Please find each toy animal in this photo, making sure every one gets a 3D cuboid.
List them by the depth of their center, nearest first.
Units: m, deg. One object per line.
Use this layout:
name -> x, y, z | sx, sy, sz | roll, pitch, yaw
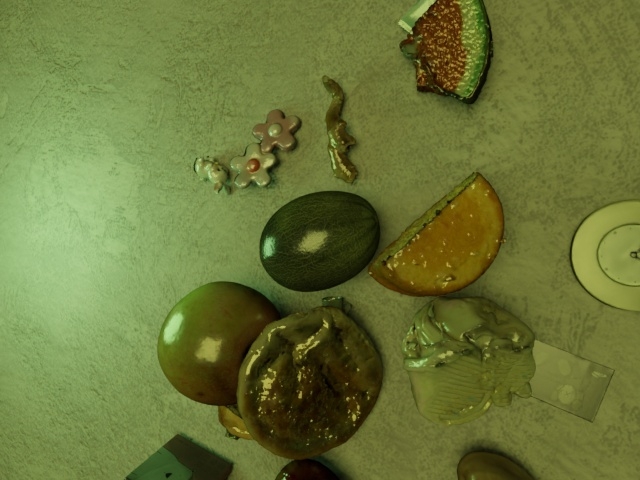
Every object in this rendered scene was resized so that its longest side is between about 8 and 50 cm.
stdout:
toy animal -> -0.317, -0.198, 1.275 | 0.124, 0.071, 0.085 | 29, 99, 20

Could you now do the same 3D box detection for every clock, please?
clock -> 0.660, 0.031, 0.906 | 0.234, 0.029, 0.235 | -1, 87, 21

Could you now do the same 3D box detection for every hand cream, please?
hand cream -> 0.287, -0.603, 1.057 | 0.078, 0.050, 0.205 | 39, 108, 1

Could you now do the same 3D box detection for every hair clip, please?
hair clip -> -0.156, -0.254, 1.218 | 0.146, 0.075, 0.257 | 35, 97, 23

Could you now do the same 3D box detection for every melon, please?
melon -> 0.000, 0.000, 1.054 | 0.301, 0.237, 0.238 | -22, 81, 14

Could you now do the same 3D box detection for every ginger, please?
ginger -> 0.049, -0.293, 1.132 | 0.089, 0.075, 0.288 | -6, 91, 44

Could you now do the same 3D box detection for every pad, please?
pad -> 0.531, 0.308, 0.962 | 0.190, 0.004, 0.127 | 20, 96, 21

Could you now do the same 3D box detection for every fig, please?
fig -> -0.044, 0.733, 1.104 | 0.216, 0.217, 0.321 | 21, 119, 21

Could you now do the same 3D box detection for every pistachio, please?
pistachio -> 0.412, 0.596, 0.922 | 0.181, 0.162, 0.293 | -38, 69, -20

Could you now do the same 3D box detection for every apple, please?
apple -> -0.245, 0.266, 1.103 | 0.277, 0.319, 0.319 | 9, 92, 54

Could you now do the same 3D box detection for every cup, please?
cup -> 0.042, 0.192, 1.142 | 0.054, 0.074, 0.083 | -4, 91, 58

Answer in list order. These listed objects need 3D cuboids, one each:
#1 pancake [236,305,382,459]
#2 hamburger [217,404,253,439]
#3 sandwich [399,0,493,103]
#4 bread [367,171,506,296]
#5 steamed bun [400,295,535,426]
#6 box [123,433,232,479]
pancake -> -0.017, 0.349, 1.034 | 0.386, 0.082, 0.387 | -4, 100, -21
hamburger -> -0.227, 0.512, 1.222 | 0.176, 0.087, 0.102 | 29, 112, 12
sandwich -> 0.309, -0.445, 1.017 | 0.212, 0.109, 0.292 | -21, 79, 26
bread -> 0.285, 0.015, 0.955 | 0.340, 0.194, 0.179 | -42, 87, -1
steamed bun -> 0.305, 0.246, 0.950 | 0.267, 0.207, 0.280 | -16, 122, 0
box -> -0.400, 0.685, 1.216 | 0.215, 0.215, 0.086 | 18, 109, 20
